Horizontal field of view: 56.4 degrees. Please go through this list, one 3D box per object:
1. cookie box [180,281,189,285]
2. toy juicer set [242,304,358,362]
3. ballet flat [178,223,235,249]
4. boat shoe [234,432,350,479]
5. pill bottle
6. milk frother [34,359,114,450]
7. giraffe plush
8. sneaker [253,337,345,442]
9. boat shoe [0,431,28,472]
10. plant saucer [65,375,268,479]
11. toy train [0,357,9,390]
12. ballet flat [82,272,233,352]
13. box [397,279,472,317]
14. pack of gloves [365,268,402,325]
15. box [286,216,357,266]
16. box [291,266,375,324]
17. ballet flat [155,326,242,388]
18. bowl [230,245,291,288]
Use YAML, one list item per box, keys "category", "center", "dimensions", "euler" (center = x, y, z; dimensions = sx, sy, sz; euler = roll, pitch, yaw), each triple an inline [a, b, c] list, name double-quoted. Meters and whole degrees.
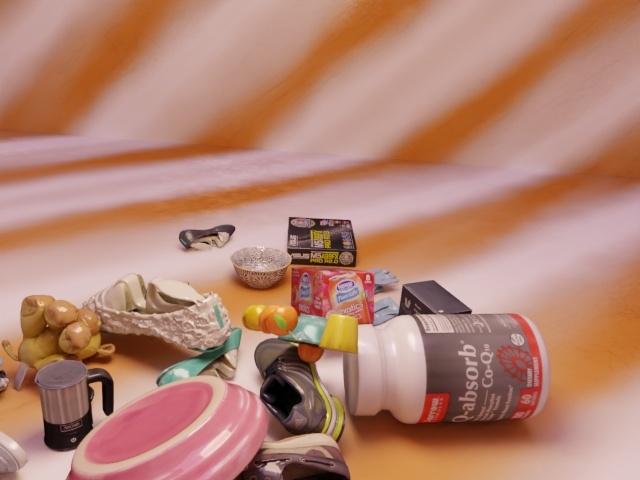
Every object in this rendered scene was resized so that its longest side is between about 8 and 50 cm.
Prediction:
- category: "cookie box"
  center: [-0.335, 0.163, 1.438]
  dimensions: [0.040, 0.091, 0.107]
  euler: [-3, 23, -10]
- category: "toy juicer set"
  center: [-0.052, 0.186, 1.161]
  dimensions: [0.209, 0.089, 0.329]
  euler: [11, -12, -5]
- category: "ballet flat"
  center: [-0.348, -0.005, 1.887]
  dimensions: [0.203, 0.074, 0.074]
  euler: [-7, 24, -40]
- category: "boat shoe"
  center: [-0.083, 0.381, 0.946]
  dimensions: [0.285, 0.102, 0.092]
  euler: [-2, 18, -28]
- category: "pill bottle"
  center: [0.236, 0.250, 1.172]
  dimensions: [0.363, 0.210, 0.210]
  euler: [0, 23, -9]
- category: "milk frother"
  center: [-0.459, 0.276, 1.085]
  dimensions: [0.143, 0.134, 0.129]
  euler: [20, 27, 34]
- category: "giraffe plush"
  center: [-0.518, 0.206, 1.234]
  dimensions: [0.181, 0.210, 0.170]
  euler: [46, 19, 14]
- category: "sneaker"
  center: [-0.065, 0.270, 1.145]
  dimensions: [0.121, 0.111, 0.300]
  euler: [33, 2, -35]
- category: "boat shoe"
  center: [-0.588, 0.352, 0.973]
  dimensions: [0.228, 0.079, 0.081]
  euler: [6, 31, 17]
- category: "plant saucer"
  center: [-0.248, 0.312, 0.932]
  dimensions: [0.332, 0.084, 0.332]
  euler: [-21, 13, 5]
- category: "toy train"
  center: [-0.694, 0.263, 1.161]
  dimensions: [0.184, 0.080, 0.105]
  euler: [18, 35, 25]
- category: "ballet flat"
  center: [-0.365, 0.134, 1.293]
  dimensions: [0.409, 0.146, 0.147]
  euler: [6, 21, 26]
- category: "box"
  center: [0.255, 0.197, 1.370]
  dimensions: [0.093, 0.158, 0.156]
  euler: [-6, 25, -23]
- category: "pack of gloves"
  center: [0.149, 0.160, 1.620]
  dimensions: [0.232, 0.046, 0.195]
  euler: [-15, 40, -32]
- category: "box"
  center: [0.000, 0.000, 1.930]
  dimensions: [0.217, 0.060, 0.270]
  euler: [3, 22, -3]
- category: "box"
  center: [0.022, 0.127, 1.427]
  dimensions: [0.128, 0.122, 0.257]
  euler: [2, -1, -18]
- category: "ballet flat"
  center: [-0.228, 0.266, 1.247]
  dimensions: [0.087, 0.083, 0.247]
  euler: [39, 34, 16]
- category: "bowl"
  center: [-0.168, 0.084, 1.671]
  dimensions: [0.170, 0.080, 0.170]
  euler: [4, 22, -1]
